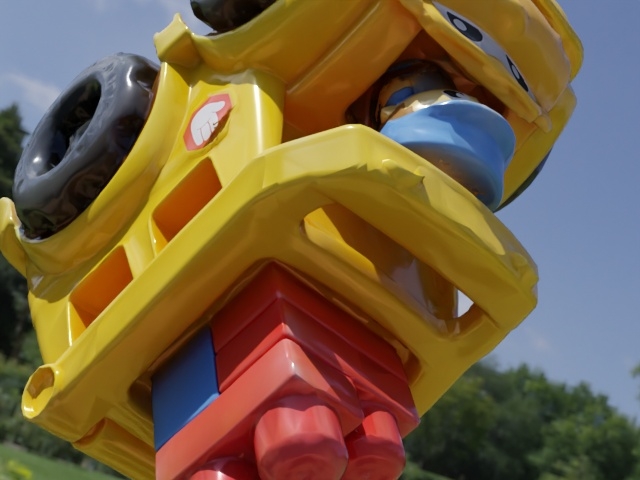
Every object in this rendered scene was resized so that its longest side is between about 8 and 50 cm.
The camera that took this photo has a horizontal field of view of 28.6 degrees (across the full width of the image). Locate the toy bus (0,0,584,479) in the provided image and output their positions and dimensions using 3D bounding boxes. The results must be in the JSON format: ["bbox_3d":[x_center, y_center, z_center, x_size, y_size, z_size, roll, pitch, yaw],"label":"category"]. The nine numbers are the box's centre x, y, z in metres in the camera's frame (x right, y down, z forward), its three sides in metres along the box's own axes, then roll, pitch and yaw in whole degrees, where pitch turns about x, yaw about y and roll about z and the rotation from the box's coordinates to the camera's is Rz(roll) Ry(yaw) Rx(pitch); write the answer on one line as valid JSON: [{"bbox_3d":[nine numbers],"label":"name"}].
[{"bbox_3d":[0.000,0.000,0.424,0.149,0.220,0.211,37,18,-28],"label":"toy bus"}]
